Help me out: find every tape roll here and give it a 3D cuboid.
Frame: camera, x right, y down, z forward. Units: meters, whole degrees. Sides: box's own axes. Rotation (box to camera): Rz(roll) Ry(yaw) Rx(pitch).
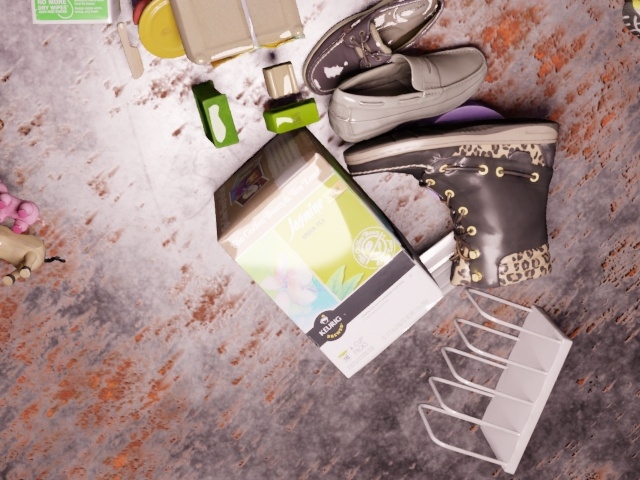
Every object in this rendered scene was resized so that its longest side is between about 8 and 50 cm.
[{"bbox_3d":[0.263,-0.159,1.837,0.188,0.080,0.189,-2,107,-7],"label":"tape roll"}]

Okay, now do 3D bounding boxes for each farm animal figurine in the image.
[{"bbox_3d":[-0.623,-0.084,1.705,0.326,0.172,0.330,-9,115,8],"label":"farm animal figurine"}]

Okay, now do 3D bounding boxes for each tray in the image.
[{"bbox_3d":[0.241,0.051,1.882,0.270,0.030,0.145,-38,143,4],"label":"tray"}]

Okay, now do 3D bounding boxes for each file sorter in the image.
[{"bbox_3d":[0.318,0.257,1.909,0.173,0.193,0.278,18,103,-10],"label":"file sorter"}]

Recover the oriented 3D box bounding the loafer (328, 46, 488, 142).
[{"bbox_3d":[0.158,-0.271,1.737,0.319,0.112,0.111,-27,145,-21],"label":"loafer"}]

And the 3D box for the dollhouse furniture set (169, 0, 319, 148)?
[{"bbox_3d":[-0.133,-0.330,1.698,0.197,0.151,0.302,-17,109,-7],"label":"dollhouse furniture set"}]

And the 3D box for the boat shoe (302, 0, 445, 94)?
[{"bbox_3d":[0.093,-0.351,1.750,0.285,0.092,0.103,-33,107,2],"label":"boat shoe"}]

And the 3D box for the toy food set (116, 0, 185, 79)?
[{"bbox_3d":[-0.252,-0.382,1.700,0.217,0.071,0.128,-30,140,-7],"label":"toy food set"}]

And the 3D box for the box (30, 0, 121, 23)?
[{"bbox_3d":[-0.387,-0.462,1.567,0.126,0.262,0.231,-2,105,-8],"label":"box"}]

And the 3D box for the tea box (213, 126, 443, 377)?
[{"bbox_3d":[0.000,0.000,1.717,0.220,0.329,0.323,-42,107,6],"label":"tea box"}]

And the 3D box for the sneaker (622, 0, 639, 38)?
[{"bbox_3d":[0.640,-0.396,1.826,0.208,0.081,0.094,24,95,-20],"label":"sneaker"}]

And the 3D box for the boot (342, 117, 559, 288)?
[{"bbox_3d":[0.237,-0.060,1.748,0.377,0.138,0.284,-8,103,-10],"label":"boot"}]
